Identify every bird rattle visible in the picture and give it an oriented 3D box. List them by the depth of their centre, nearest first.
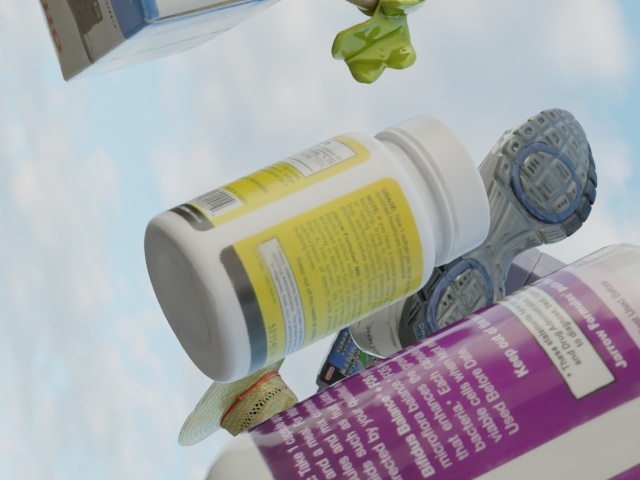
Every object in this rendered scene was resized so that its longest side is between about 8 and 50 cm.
[{"bbox_3d":[0.043,-0.304,1.823,0.143,0.207,0.253,-49,-156,25],"label":"bird rattle"}]

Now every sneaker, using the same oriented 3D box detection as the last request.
[{"bbox_3d":[0.125,-0.011,1.386,0.129,0.297,0.111,-6,-57,53],"label":"sneaker"}]

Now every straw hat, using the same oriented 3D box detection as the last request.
[{"bbox_3d":[-0.055,0.152,1.472,0.061,0.144,0.144,43,-33,18],"label":"straw hat"}]

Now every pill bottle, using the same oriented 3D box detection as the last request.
[{"bbox_3d":[0.051,0.137,0.752,0.169,0.301,0.169,62,-7,13],"label":"pill bottle"},{"bbox_3d":[0.000,0.000,1.079,0.119,0.208,0.119,50,-26,35],"label":"pill bottle"}]

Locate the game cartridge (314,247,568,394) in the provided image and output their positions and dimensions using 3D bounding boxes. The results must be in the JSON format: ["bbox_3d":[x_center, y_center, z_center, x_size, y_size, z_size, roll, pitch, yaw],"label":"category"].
[{"bbox_3d":[0.134,0.124,1.820,0.230,0.068,0.355,25,-48,2],"label":"game cartridge"}]

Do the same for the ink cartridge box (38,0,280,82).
[{"bbox_3d":[-0.144,-0.258,1.250,0.307,0.129,0.223,-7,-79,70],"label":"ink cartridge box"}]
